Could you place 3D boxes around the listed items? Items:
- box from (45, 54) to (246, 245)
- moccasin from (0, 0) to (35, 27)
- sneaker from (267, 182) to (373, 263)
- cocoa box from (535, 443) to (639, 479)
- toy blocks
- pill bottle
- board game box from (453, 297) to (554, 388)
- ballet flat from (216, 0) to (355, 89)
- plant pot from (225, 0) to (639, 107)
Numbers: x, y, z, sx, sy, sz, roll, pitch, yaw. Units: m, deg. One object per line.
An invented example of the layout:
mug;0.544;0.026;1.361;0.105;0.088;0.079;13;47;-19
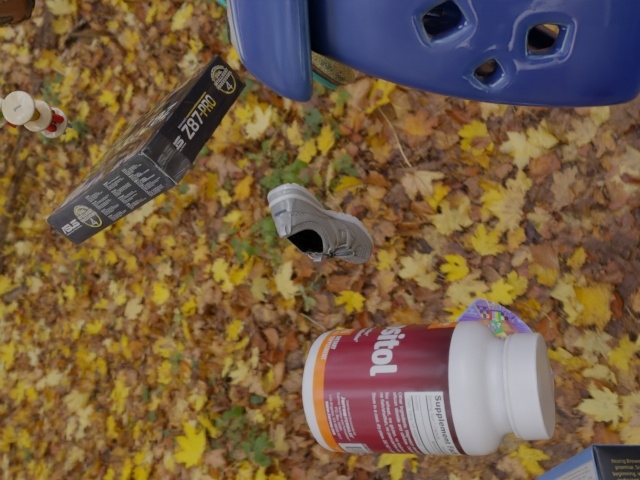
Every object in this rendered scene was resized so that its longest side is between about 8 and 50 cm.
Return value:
box;-0.355;-0.175;1.315;0.395;0.097;0.318;-22;34;42
moccasin;-0.394;-0.414;0.659;0.139;0.147;0.380;24;118;57
sneaker;0.000;0.000;1.252;0.105;0.281;0.115;-26;53;34
cocoa box;0.512;0.416;0.884;0.347;0.231;0.228;1;58;-3
toy blocks;-0.485;-0.201;1.056;0.123;0.148;0.054;4;88;6
pill bottle;0.072;0.098;0.431;0.152;0.086;0.086;-8;73;26
board game box;0.183;0.153;0.740;0.133;0.033;0.169;53;139;22
ballet flat;-0.092;-0.284;0.635;0.348;0.123;0.123;32;92;-9
plant pot;0.045;-0.212;0.362;0.212;0.236;0.236;-5;33;-3
